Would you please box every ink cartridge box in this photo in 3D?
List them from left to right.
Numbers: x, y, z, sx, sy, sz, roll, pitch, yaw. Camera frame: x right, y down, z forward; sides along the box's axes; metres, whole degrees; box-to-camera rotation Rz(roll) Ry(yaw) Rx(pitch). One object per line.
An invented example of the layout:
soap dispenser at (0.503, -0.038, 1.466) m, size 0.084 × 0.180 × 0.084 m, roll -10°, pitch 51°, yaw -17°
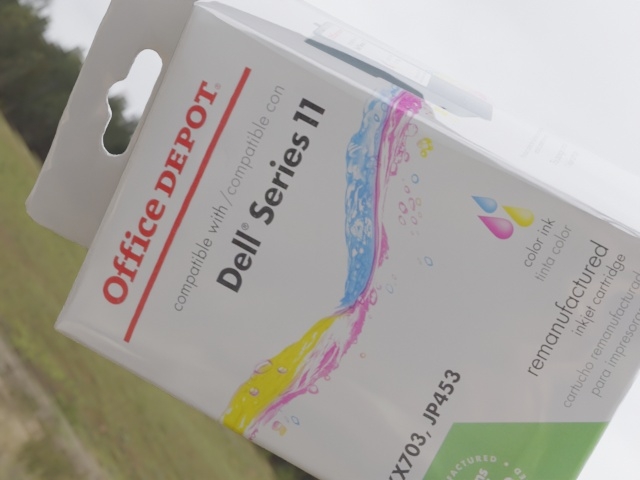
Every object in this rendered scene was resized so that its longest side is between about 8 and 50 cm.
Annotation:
ink cartridge box at (0.000, 0.000, 0.870) m, size 0.353 × 0.207 × 0.119 m, roll 28°, pitch 20°, yaw 7°
